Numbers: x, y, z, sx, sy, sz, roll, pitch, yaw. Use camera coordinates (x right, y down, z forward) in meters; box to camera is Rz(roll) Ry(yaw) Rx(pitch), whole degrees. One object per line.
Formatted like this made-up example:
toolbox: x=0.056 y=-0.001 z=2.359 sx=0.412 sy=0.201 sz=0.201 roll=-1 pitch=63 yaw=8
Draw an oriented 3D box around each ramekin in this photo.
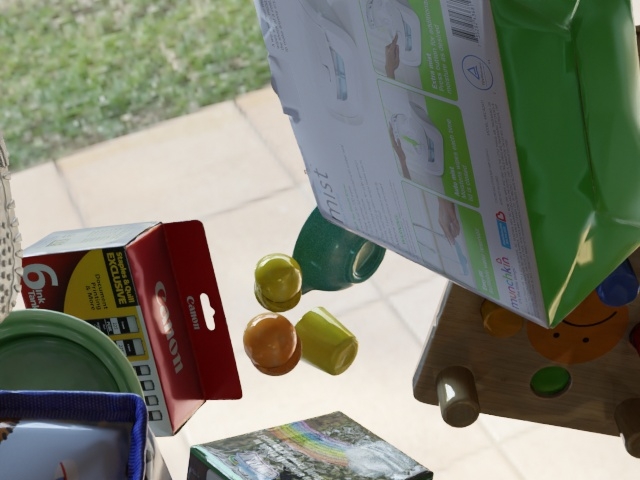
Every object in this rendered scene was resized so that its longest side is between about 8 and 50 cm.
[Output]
ramekin: x=-0.384 y=0.247 z=1.745 sx=0.303 sy=0.303 sz=0.148 roll=-16 pitch=-4 yaw=-7

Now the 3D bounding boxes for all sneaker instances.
sneaker: x=-0.404 y=-0.014 z=1.476 sx=0.095 sy=0.235 sz=0.090 roll=-4 pitch=3 yaw=10

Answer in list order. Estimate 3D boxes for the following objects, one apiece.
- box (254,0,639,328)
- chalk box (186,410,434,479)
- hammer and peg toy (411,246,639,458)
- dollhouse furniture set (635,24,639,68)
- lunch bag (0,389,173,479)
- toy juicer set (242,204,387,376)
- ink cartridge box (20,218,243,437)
box: x=0.083 y=-0.106 z=0.861 sx=0.127 sy=0.262 sz=0.231 roll=-38 pitch=41 yaw=-24
chalk box: x=-0.045 y=0.329 z=1.450 sx=0.289 sy=0.179 sz=0.180 roll=-8 pitch=24 yaw=-39
hammer and peg toy: x=0.290 y=0.072 z=1.200 sx=0.361 sy=0.266 sz=0.127 roll=10 pitch=32 yaw=-9
dollhouse furniture set: x=0.243 y=-0.116 z=0.948 sx=0.151 sy=0.123 sz=0.144 roll=-12 pitch=74 yaw=-20
lunch bag: x=-0.278 y=0.236 z=0.827 sx=0.386 sy=0.328 sz=0.239 roll=-2 pitch=59 yaw=3
toy juicer set: x=0.000 y=0.000 z=1.395 sx=0.089 sy=0.329 sz=0.209 roll=32 pitch=20 yaw=31
ink cartridge box: x=-0.289 y=0.136 z=1.967 sx=0.272 sy=0.309 sz=0.130 roll=-6 pitch=16 yaw=23
